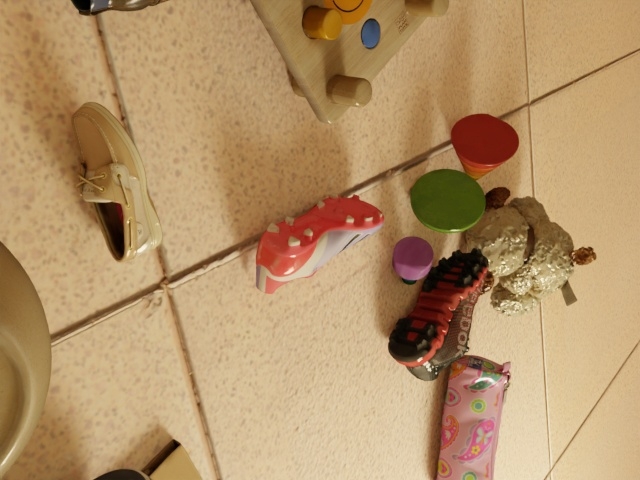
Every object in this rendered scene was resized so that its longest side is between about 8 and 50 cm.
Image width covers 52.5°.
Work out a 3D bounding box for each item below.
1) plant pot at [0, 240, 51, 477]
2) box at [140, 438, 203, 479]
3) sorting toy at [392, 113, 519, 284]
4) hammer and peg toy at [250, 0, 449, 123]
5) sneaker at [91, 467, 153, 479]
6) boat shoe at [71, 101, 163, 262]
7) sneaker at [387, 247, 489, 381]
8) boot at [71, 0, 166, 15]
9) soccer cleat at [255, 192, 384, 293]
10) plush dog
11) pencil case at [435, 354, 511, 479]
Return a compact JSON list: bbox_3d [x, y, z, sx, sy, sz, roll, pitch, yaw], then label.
[{"bbox_3d":[-0.317,0.102,0.473,0.284,0.191,0.284,-11,104,-47],"label":"plant pot"},{"bbox_3d":[-0.190,0.368,0.785,0.164,0.021,0.201,-43,125,-36],"label":"box"},{"bbox_3d":[0.232,-0.061,1.164,0.365,0.127,0.126,-55,162,-24],"label":"sorting toy"},{"bbox_3d":[0.066,-0.356,0.838,0.361,0.127,0.266,-50,134,-18],"label":"hammer and peg toy"},{"bbox_3d":[-0.285,0.325,0.590,0.321,0.126,0.127,-46,133,-32],"label":"sneaker"},{"bbox_3d":[-0.215,-0.054,0.661,0.059,0.063,0.170,-44,127,-43],"label":"boat shoe"},{"bbox_3d":[0.225,0.137,1.164,0.276,0.098,0.135,-51,130,-28],"label":"sneaker"},{"bbox_3d":[-0.214,-0.322,0.608,0.106,0.082,0.219,-43,128,-39],"label":"boot"},{"bbox_3d":[0.000,0.000,0.916,0.248,0.083,0.095,-23,142,-50],"label":"soccer cleat"},{"bbox_3d":[0.387,0.017,1.286,0.225,0.211,0.262,13,83,-22],"label":"plush dog"},{"bbox_3d":[0.296,0.363,1.262,0.124,0.124,0.284,8,91,-49],"label":"pencil case"}]
